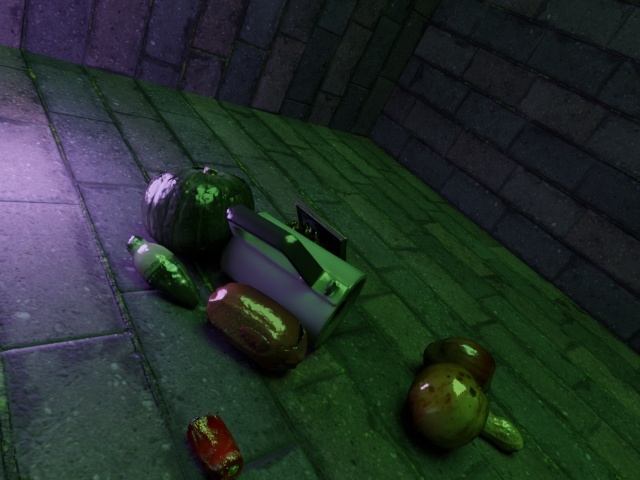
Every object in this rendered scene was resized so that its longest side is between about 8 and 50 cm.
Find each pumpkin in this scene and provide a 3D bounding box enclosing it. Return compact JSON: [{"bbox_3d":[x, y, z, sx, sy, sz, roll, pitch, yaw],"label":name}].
[{"bbox_3d":[-0.360,-0.095,1.269,0.291,0.258,0.327,19,15,16],"label":"pumpkin"}]

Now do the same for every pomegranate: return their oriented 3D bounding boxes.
[{"bbox_3d":[0.318,0.422,1.080,0.215,0.215,0.215,22,28,-12],"label":"pomegranate"}]

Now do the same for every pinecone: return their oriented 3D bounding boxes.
[{"bbox_3d":[-0.088,0.017,1.417,0.212,0.186,0.169,19,44,21],"label":"pinecone"}]

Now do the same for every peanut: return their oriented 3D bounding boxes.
[{"bbox_3d":[0.497,0.531,1.186,0.174,0.080,0.080,33,27,6],"label":"peanut"}]

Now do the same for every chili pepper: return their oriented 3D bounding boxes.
[{"bbox_3d":[-0.197,0.392,0.785,0.070,0.073,0.123,-37,58,-15],"label":"chili pepper"}]

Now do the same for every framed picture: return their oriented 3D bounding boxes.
[{"bbox_3d":[0.000,0.000,1.484,0.232,0.296,0.019,39,70,21],"label":"framed picture"}]

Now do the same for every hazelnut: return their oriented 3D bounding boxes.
[{"bbox_3d":[0.410,0.388,1.248,0.210,0.210,0.186,6,63,-38],"label":"hazelnut"}]

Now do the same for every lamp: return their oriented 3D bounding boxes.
[{"bbox_3d":[-0.410,0.081,1.092,0.250,0.101,0.101,42,27,0],"label":"lamp"}]

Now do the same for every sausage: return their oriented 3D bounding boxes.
[{"bbox_3d":[-0.155,0.214,1.042,0.279,0.152,0.152,34,27,9],"label":"sausage"}]

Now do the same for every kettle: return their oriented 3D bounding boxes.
[{"bbox_3d":[-0.090,0.078,1.156,0.376,0.250,0.361,34,-17,16],"label":"kettle"}]
